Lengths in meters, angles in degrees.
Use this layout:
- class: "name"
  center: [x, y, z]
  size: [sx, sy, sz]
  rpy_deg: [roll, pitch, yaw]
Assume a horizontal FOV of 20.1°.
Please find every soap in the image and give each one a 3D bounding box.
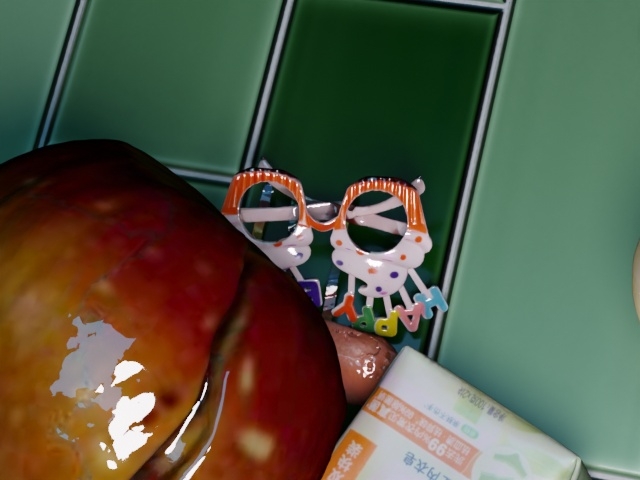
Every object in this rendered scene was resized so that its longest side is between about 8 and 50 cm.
- class: "soap"
  center: [0.110, 0.224, 1.583]
  size: [0.199, 0.138, 0.182]
  rpy_deg: [32, 82, 19]

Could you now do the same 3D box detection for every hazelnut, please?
- class: "hazelnut"
  center: [-0.175, 0.119, 1.522]
  size: [0.402, 0.402, 0.429]
  rpy_deg: [-50, 41, -7]

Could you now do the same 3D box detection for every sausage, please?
- class: "sausage"
  center: [0.011, 0.110, 1.668]
  size: [0.141, 0.076, 0.076]
  rpy_deg: [16, 76, 11]

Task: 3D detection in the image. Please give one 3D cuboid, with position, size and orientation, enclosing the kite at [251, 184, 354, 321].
- class: "kite"
  center: [-0.036, 0.079, 1.734]
  size: [0.152, 0.015, 0.285]
  rpy_deg: [9, 76, 12]

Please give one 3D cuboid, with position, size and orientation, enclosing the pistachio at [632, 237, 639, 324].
- class: "pistachio"
  center: [0.446, 0.041, 1.494]
  size: [0.365, 0.281, 0.445]
  rpy_deg: [-8, 66, 14]

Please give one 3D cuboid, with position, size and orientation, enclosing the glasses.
- class: "glasses"
  center: [-0.002, 0.008, 1.710]
  size: [0.255, 0.095, 0.162]
  rpy_deg: [6, 103, 10]
